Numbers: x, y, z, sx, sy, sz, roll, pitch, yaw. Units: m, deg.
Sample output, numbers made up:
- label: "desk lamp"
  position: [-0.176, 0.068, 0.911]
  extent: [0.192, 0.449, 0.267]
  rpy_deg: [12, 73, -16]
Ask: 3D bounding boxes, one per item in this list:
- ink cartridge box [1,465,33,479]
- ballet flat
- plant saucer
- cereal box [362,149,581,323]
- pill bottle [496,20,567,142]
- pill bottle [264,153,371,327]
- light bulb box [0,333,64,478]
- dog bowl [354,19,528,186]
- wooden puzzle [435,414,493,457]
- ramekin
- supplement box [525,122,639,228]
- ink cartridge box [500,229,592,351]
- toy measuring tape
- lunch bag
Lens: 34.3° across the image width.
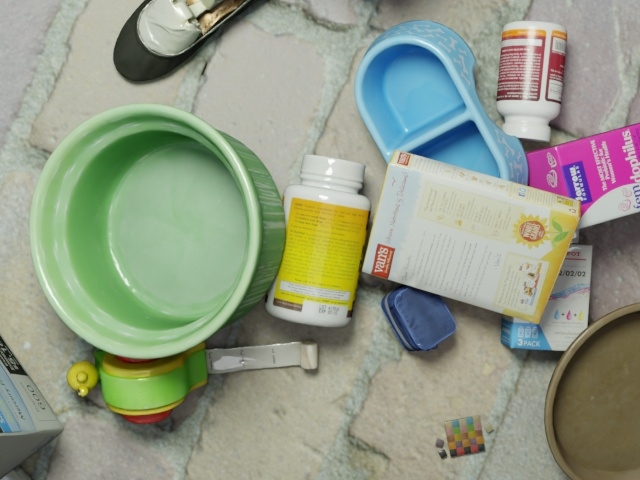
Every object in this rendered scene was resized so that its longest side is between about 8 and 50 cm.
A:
- label: "ink cartridge box"
  position: [-0.482, 0.442, 1.371]
  extent: [0.307, 0.072, 0.303]
  rpy_deg: [-41, 95, 1]
- label: "ballet flat"
  position: [-0.158, -0.311, 1.343]
  extent: [0.280, 0.096, 0.095]
  rpy_deg: [-38, 94, -1]
- label: "plant saucer"
  position: [0.420, 0.209, 1.388]
  extent: [0.278, 0.041, 0.278]
  rpy_deg: [-4, 106, -15]
- label: "cereal box"
  position: [0.185, -0.004, 1.303]
  extent: [0.240, 0.047, 0.173]
  rpy_deg: [17, 126, 6]
- label: "pill bottle"
  position: [0.278, -0.209, 1.374]
  extent: [0.086, 0.086, 0.152]
  rpy_deg: [5, 92, -3]
- label: "pill bottle"
  position: [0.000, 0.000, 1.352]
  extent: [0.117, 0.117, 0.215]
  rpy_deg: [10, 92, -3]
- label: "light bulb box"
  position: [-0.530, 0.145, 1.174]
  extent: [0.225, 0.361, 0.358]
  rpy_deg: [-38, 80, -1]
- label: "dog bowl"
  position: [0.150, -0.140, 1.345]
  extent: [0.166, 0.074, 0.297]
  rpy_deg: [-27, 94, 24]
- label: "wooden puzzle"
  position: [0.198, 0.269, 1.428]
  extent: [0.083, 0.006, 0.049]
  rpy_deg: [-10, 93, -2]
- label: "ramekin"
  position: [-0.191, -0.012, 1.287]
  extent: [0.303, 0.148, 0.303]
  rpy_deg: [0, 91, 18]
- label: "supplement box"
  position: [0.390, -0.090, 1.353]
  extent: [0.220, 0.114, 0.111]
  rpy_deg: [-16, 92, -12]
- label: "ink cartridge box"
  position: [0.304, 0.055, 1.397]
  extent: [0.104, 0.061, 0.181]
  rpy_deg: [3, 92, -3]
- label: "toy measuring tape"
  position: [-0.165, 0.174, 1.347]
  extent: [0.330, 0.121, 0.121]
  rpy_deg: [-3, 92, -2]
- label: "lunch bag"
  position: [0.131, 0.103, 1.390]
  extent: [0.067, 0.065, 0.098]
  rpy_deg: [-29, 92, -17]
